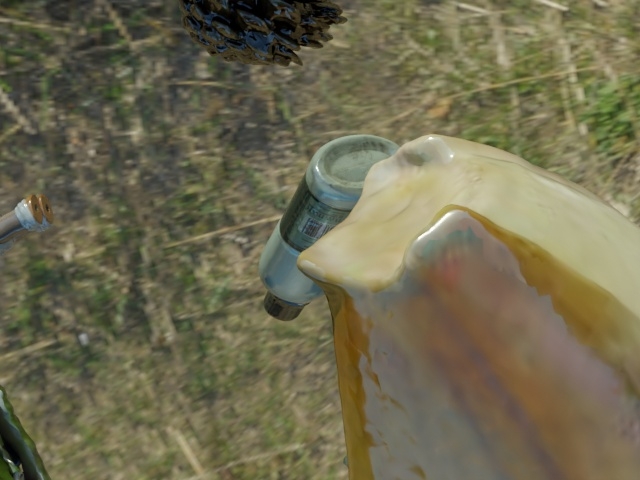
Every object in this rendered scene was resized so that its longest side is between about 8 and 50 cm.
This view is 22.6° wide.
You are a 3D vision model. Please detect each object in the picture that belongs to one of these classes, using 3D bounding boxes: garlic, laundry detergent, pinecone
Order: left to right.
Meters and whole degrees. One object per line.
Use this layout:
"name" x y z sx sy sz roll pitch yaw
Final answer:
"pinecone" -0.053 -0.274 1.588 0.184 0.179 0.204 20 101 10
"laundry detergent" 0.000 0.000 1.431 0.070 0.099 0.225 51 142 19
"garlic" 0.051 0.085 0.392 0.115 0.128 0.206 33 118 39

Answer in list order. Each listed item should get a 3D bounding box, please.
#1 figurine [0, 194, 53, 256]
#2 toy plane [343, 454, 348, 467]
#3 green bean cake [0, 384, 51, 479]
"figurine" -0.354 -0.005 1.522 0.197 0.147 0.093 -29 81 10
"toy plane" 0.088 0.174 1.564 0.229 0.244 0.092 -45 38 7
"green bean cake" -0.409 0.175 1.270 0.218 0.319 0.335 -42 75 17
